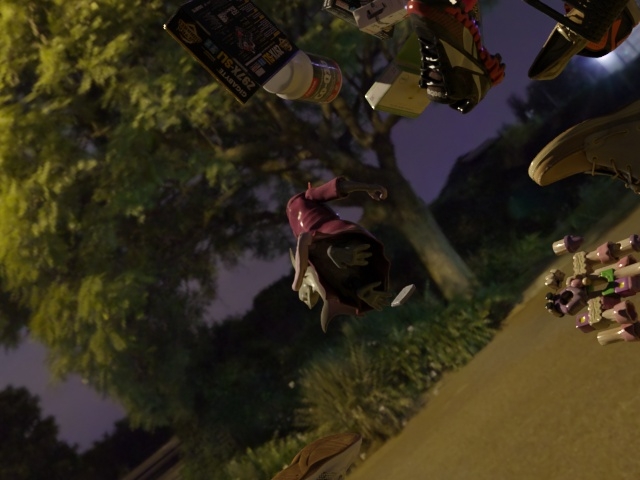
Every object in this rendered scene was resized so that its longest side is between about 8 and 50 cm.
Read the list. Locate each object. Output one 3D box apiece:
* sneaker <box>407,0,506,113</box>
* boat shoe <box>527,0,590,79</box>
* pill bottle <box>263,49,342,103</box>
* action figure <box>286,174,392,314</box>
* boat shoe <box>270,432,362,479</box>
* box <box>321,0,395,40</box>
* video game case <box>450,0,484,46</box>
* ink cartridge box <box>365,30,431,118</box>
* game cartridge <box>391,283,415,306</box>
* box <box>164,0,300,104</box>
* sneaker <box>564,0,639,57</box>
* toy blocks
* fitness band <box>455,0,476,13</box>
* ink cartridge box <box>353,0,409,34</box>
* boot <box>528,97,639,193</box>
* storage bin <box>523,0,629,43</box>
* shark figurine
[{"bbox_3d":[0.215,-0.309,1.228,0.135,0.098,0.276,-56,-41,-1],"label":"sneaker"},{"bbox_3d":[0.403,-0.331,1.212,0.048,0.056,0.153,-16,-27,-36],"label":"boat shoe"},{"bbox_3d":[-0.064,-0.526,2.328,0.161,0.161,0.283,-43,-16,27],"label":"pill bottle"},{"bbox_3d":[0.000,0.000,1.492,0.276,0.370,0.247,-4,-57,-26],"label":"action figure"},{"bbox_3d":[-0.009,0.470,1.424,0.098,0.096,0.277,-8,10,41],"label":"boat shoe"},{"bbox_3d":[0.124,-0.678,2.003,0.051,0.220,0.175,9,84,57],"label":"box"},{"bbox_3d":[0.432,-0.728,2.375,0.061,0.269,0.244,-10,8,-23],"label":"video game case"},{"bbox_3d":[0.238,-0.408,1.753,0.171,0.056,0.235,2,-41,-45],"label":"ink cartridge box"},{"bbox_3d":[0.253,0.168,2.202,0.083,0.017,0.056,-47,7,-31],"label":"game cartridge"},{"bbox_3d":[-0.207,-0.497,1.792,0.079,0.257,0.322,-38,13,31],"label":"box"},{"bbox_3d":[0.588,-0.553,1.671,0.180,0.321,0.124,-49,13,-3],"label":"sneaker"},{"bbox_3d":[0.835,0.109,2.046,0.260,0.309,0.288,-26,43,45],"label":"toy blocks"},{"bbox_3d":[0.307,-0.594,1.556,0.209,0.054,0.290,-13,-49,-57],"label":"fitness band"},{"bbox_3d":[0.169,-0.598,1.909,0.135,0.056,0.099,-20,-2,27],"label":"ink cartridge box"},{"bbox_3d":[0.502,-0.108,1.195,0.262,0.203,0.095,-25,-25,6],"label":"boot"},{"bbox_3d":[0.335,-0.331,0.934,0.084,0.122,0.180,-60,-8,32],"label":"storage bin"},{"bbox_3d":[0.014,0.090,1.632,0.116,0.166,0.278,-17,10,-13],"label":"shark figurine"}]
